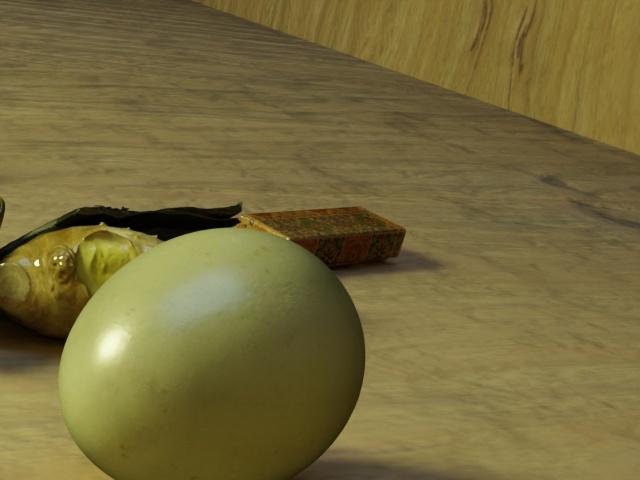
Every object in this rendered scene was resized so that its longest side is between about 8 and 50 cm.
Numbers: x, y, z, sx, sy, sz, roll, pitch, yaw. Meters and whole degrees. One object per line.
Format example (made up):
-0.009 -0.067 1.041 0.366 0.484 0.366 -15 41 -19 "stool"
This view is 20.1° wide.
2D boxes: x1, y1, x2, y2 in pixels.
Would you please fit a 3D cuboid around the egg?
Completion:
-0.077 0.088 1.261 0.188 0.188 0.254 20 21 33 "egg"

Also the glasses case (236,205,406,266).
0.000 0.000 2.036 0.075 0.049 0.218 28 20 33 "glasses case"

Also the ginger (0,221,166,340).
-0.191 0.040 1.571 0.216 0.102 0.157 1 -15 -16 "ginger"

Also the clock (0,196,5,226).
-0.422 -0.033 1.555 0.286 0.117 0.348 26 14 4 "clock"

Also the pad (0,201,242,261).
-0.199 0.001 1.686 0.174 0.022 0.233 -24 -13 34 "pad"
